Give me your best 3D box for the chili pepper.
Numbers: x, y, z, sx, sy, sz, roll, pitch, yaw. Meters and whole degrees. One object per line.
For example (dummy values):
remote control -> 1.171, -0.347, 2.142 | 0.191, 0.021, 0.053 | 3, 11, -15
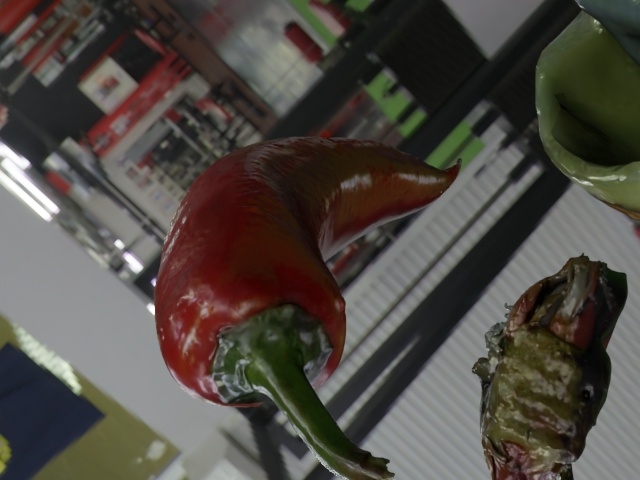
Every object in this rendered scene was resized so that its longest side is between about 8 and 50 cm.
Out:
chili pepper -> -0.006, -0.003, 0.573 | 0.137, 0.091, 0.368 | 9, -155, 8

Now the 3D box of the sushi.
sushi -> 0.171, 0.117, 0.903 | 0.097, 0.226, 0.103 | 20, 170, -6

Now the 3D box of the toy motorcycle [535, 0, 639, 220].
toy motorcycle -> 0.145, -0.167, 0.350 | 0.169, 0.237, 0.410 | 36, 153, 59
